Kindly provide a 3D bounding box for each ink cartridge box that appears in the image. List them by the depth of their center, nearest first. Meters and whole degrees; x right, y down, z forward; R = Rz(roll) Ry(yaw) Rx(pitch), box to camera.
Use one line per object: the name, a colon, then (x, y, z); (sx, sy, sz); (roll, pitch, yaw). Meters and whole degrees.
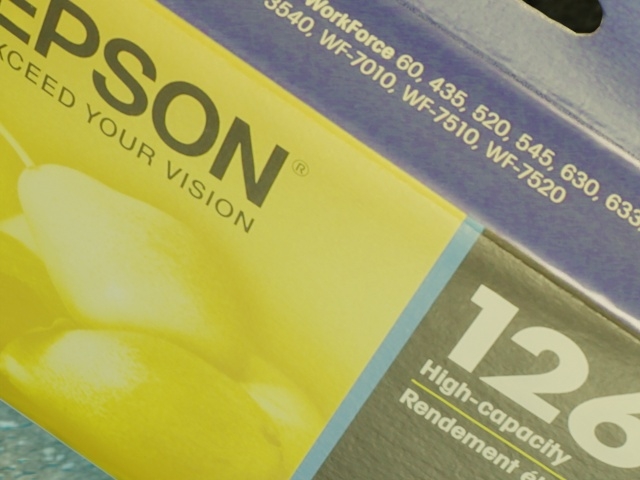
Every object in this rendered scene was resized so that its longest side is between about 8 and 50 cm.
ink cartridge box: (0.000, 0.000, 0.491); (0.303, 0.072, 0.307); (35, 135, 6)
